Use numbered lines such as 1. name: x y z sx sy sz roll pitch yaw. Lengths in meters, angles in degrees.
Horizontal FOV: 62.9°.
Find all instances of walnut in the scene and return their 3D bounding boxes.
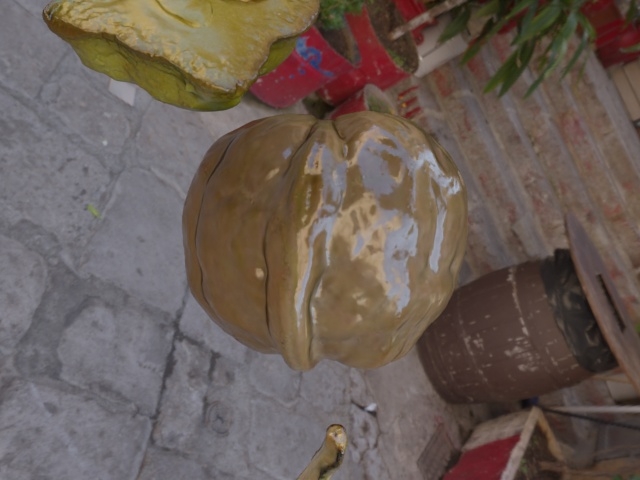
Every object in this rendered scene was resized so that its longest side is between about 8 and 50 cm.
1. walnut: 0.000 0.000 0.555 0.285 0.296 0.285 7 90 -75

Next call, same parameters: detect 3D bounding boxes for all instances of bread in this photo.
1. bread: -0.092 -0.191 0.447 0.161 0.088 0.233 30 55 1

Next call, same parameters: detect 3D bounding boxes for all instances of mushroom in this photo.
1. mushroom: -0.040 0.181 0.245 0.028 0.286 0.026 -7 41 -47
